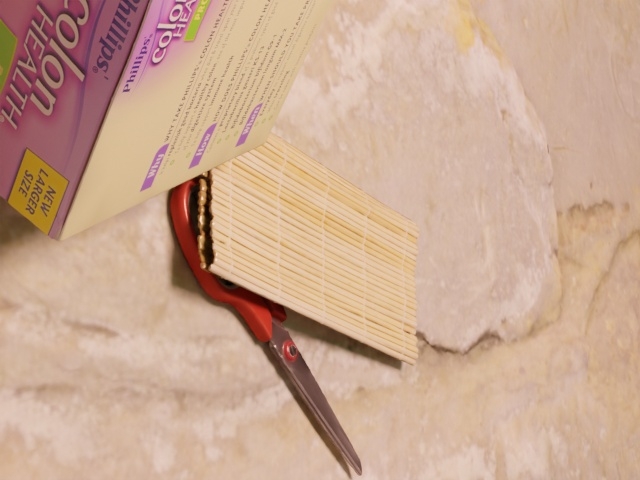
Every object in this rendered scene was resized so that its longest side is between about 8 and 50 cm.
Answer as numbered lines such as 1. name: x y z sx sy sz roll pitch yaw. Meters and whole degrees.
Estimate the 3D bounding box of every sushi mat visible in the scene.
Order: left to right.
1. sushi mat: 0.000 0.000 1.117 0.316 0.019 0.151 29 55 -51

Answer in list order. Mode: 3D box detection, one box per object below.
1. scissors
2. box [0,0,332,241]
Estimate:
1. scissors: -0.042 0.081 1.059 0.109 0.021 0.297 -34 108 -55
2. box: -0.105 -0.147 0.861 0.117 0.213 0.243 38 35 14
